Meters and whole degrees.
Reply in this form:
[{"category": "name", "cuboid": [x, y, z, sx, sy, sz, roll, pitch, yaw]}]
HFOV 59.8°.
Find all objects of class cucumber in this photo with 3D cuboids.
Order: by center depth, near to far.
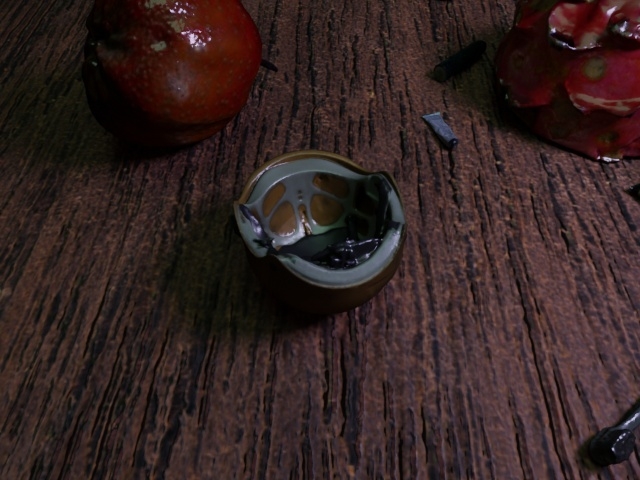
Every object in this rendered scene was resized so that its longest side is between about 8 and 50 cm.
[{"category": "cucumber", "cuboid": [0.253, -0.324, 0.992, 0.133, 0.032, 0.032, -38, 59, -27]}]

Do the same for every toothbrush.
[{"category": "toothbrush", "cuboid": [0.387, 0.143, 0.594, 0.297, 0.030, 0.030, -29, 81, -24]}]

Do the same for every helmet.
[{"category": "helmet", "cuboid": [0.000, 0.000, 0.655, 0.198, 0.130, 0.224, -11, 40, -14]}]

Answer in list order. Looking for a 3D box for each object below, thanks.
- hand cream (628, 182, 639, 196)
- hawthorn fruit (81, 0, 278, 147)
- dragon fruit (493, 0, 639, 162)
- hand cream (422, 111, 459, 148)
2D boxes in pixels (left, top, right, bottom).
[{"category": "hand cream", "cuboid": [0.475, -0.040, 0.753, 0.036, 0.023, 0.122, -19, 48, -11]}, {"category": "hawthorn fruit", "cuboid": [-0.188, -0.261, 0.827, 0.300, 0.254, 0.254, -1, 43, -36]}, {"category": "dragon fruit", "cuboid": [0.473, -0.317, 0.858, 0.386, 0.249, 0.371, 22, 58, 21]}, {"category": "hand cream", "cuboid": [0.192, -0.173, 0.878, 0.030, 0.019, 0.093, -13, 44, -8]}]
